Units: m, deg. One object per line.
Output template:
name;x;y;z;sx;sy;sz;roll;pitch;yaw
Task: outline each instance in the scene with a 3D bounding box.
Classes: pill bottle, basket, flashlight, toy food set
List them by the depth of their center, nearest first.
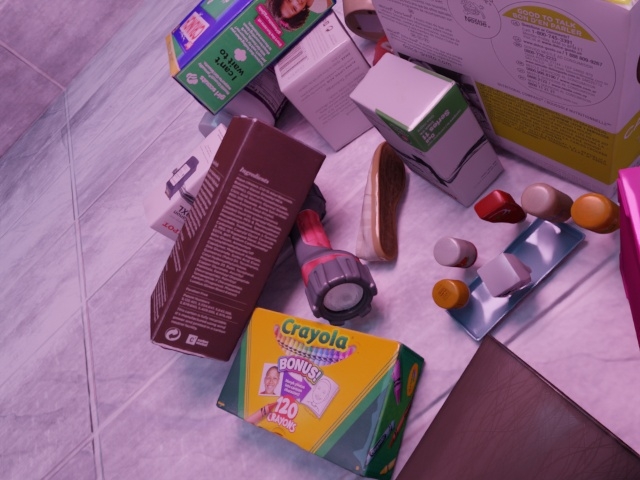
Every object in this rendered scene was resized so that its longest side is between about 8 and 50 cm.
basket;0.172;0.240;0.463;0.227;0.154;0.204;-51;29;5
toy food set;0.249;0.004;0.588;0.232;0.105;0.111;-44;56;32
flashlight;0.000;0.000;0.764;0.304;0.103;0.103;-110;25;-51
pill bottle;-0.157;-0.355;1.080;0.169;0.169;0.301;17;74;43

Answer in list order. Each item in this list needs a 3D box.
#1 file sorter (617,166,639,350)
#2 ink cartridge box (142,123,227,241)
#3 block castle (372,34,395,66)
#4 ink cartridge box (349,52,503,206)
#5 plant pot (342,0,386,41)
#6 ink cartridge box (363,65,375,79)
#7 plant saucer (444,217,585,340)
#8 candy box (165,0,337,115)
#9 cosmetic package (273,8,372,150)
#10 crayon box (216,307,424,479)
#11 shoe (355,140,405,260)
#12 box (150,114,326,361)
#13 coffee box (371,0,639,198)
file sorter;0.372;0.096;0.366;0.182;0.202;0.290;-11;57;29
ink cartridge box;-0.219;-0.092;0.954;0.237;0.172;0.100;-42;46;9
block castle;0.227;-0.519;0.774;0.213;0.303;0.453;41;94;33
ink cartridge box;0.161;-0.159;0.682;0.087;0.208;0.153;-49;44;6
plant pot;0.143;-0.578;0.963;0.256;0.256;0.274;14;88;42
ink cartridge box;0.137;-0.246;0.814;0.088;0.122;0.052;25;80;44
plant saucer;0.256;0.048;0.611;0.192;0.018;0.067;-45;45;4
candy box;-0.157;-0.438;0.920;0.317;0.122;0.268;-41;41;11
cosmetic package;0.024;-0.311;0.900;0.151;0.184;0.151;-32;47;18
crayon box;-0.008;0.207;0.665;0.278;0.081;0.165;5;66;40
shoe;0.095;-0.068;0.765;0.058;0.077;0.219;-16;57;45
box;-0.155;-0.013;0.791;0.381;0.143;0.191;-65;24;7
coffee box;0.305;-0.321;0.552;0.337;0.334;0.338;-49;54;1
